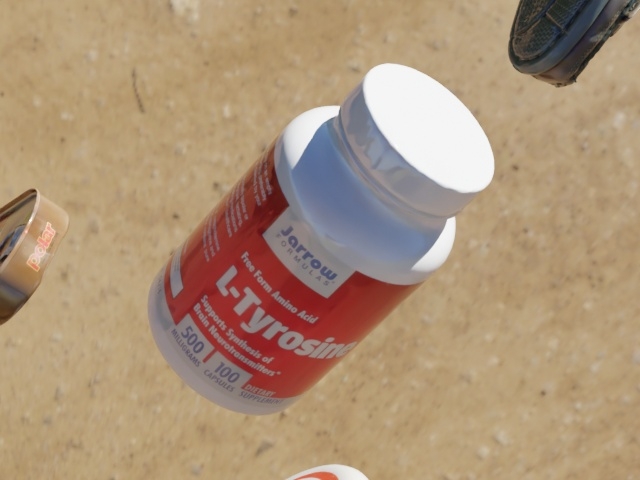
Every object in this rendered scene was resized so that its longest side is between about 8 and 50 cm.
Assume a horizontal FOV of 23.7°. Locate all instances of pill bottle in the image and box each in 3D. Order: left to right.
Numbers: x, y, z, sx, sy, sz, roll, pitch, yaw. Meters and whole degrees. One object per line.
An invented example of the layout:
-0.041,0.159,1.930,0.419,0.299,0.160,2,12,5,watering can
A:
0.000,0.000,1.699,0.229,0.407,0.229,26,39,-23,pill bottle

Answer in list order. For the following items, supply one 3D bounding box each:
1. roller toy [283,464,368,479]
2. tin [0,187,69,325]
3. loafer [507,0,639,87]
-0.013,0.308,1.419,0.191,0.209,0.146,-41,106,-27,roller toy
-0.249,0.023,1.152,0.040,0.190,0.106,32,61,-24,tin
0.216,-0.210,0.987,0.084,0.096,0.267,30,84,-28,loafer
